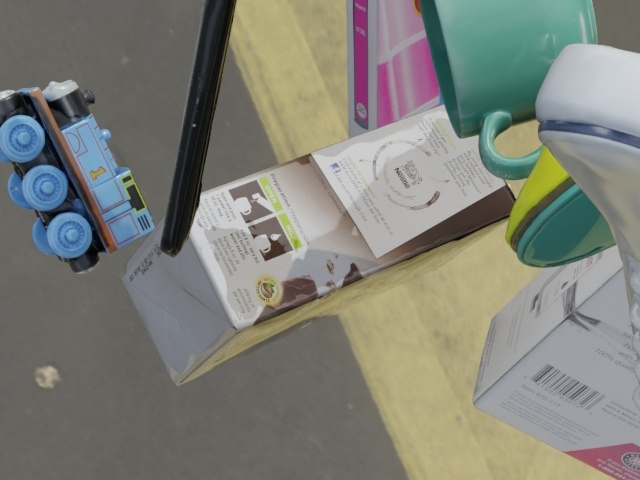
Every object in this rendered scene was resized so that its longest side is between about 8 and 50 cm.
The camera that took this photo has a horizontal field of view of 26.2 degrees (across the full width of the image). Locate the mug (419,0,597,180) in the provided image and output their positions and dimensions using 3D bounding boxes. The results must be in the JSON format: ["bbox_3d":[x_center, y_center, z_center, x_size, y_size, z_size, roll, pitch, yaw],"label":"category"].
[{"bbox_3d":[0.124,-0.127,0.888,0.097,0.129,0.157,-14,102,2],"label":"mug"}]

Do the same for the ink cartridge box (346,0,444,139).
[{"bbox_3d":[0.112,-0.273,1.446,0.176,0.370,0.069,-22,38,-26],"label":"ink cartridge box"}]

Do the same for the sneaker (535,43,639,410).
[{"bbox_3d":[0.144,0.022,0.472,0.094,0.258,0.091,19,80,43],"label":"sneaker"}]

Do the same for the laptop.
[{"bbox_3d":[-0.145,-0.268,0.790,0.236,0.382,0.407,11,114,-6],"label":"laptop"}]

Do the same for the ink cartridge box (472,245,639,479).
[{"bbox_3d":[0.298,0.084,1.204,0.207,0.283,0.117,28,47,-10],"label":"ink cartridge box"}]

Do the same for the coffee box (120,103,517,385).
[{"bbox_3d":[0.000,0.000,1.187,0.297,0.168,0.118,-23,80,-29],"label":"coffee box"}]

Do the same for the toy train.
[{"bbox_3d":[-0.233,-0.063,1.267,0.105,0.080,0.184,-30,105,-22],"label":"toy train"}]

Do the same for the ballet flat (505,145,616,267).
[{"bbox_3d":[0.170,-0.064,0.682,0.077,0.231,0.077,8,61,-28],"label":"ballet flat"}]
